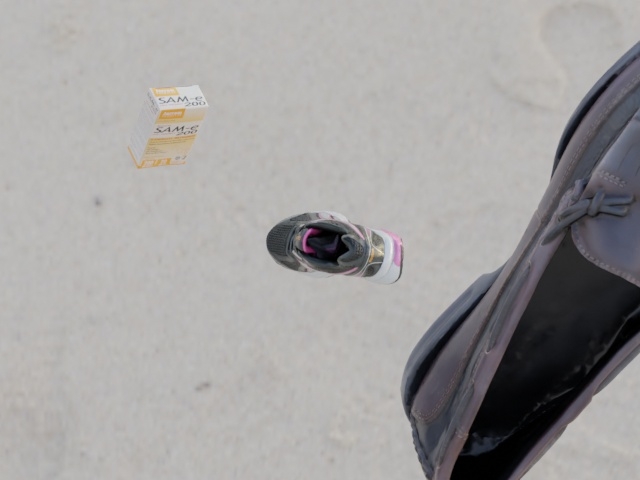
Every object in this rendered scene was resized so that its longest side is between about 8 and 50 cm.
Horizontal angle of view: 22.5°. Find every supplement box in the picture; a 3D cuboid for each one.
[{"bbox_3d":[-0.171,-0.127,1.801,0.062,0.098,0.036,-8,54,-30],"label":"supplement box"}]

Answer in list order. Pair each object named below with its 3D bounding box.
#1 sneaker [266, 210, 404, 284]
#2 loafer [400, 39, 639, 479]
[{"bbox_3d":[0.000,0.000,1.609,0.077,0.072,0.178,14,-8,-41],"label":"sneaker"},{"bbox_3d":[0.143,0.019,0.796,0.109,0.302,0.095,26,30,-15],"label":"loafer"}]
